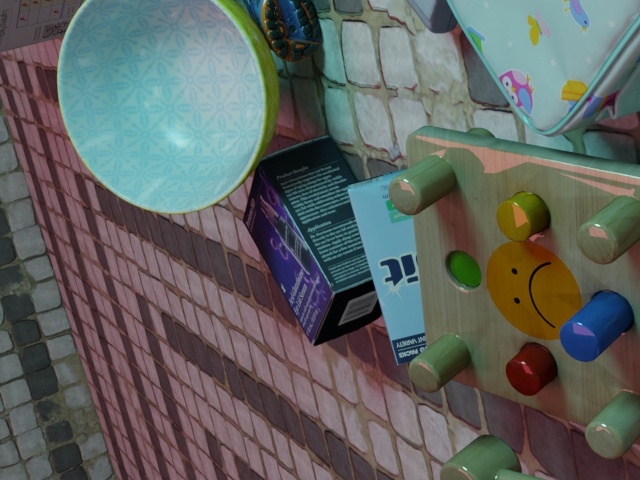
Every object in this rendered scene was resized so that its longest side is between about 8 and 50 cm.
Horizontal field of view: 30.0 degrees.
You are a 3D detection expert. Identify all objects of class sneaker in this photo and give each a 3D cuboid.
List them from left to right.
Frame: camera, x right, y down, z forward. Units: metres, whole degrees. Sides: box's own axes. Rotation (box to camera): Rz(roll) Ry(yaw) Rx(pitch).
[{"bbox_3d":[-0.071,-0.320,1.431,0.087,0.083,0.221,16,122,66],"label":"sneaker"}]

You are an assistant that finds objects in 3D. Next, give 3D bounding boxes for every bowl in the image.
[{"bbox_3d":[-0.162,-0.191,1.472,0.289,0.156,0.289,8,110,22],"label":"bowl"}]

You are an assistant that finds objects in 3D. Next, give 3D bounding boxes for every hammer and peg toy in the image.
[{"bbox_3d":[0.201,0.086,1.036,0.266,0.127,0.361,15,125,39],"label":"hammer and peg toy"}]

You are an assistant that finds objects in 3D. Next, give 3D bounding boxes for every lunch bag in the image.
[{"bbox_3d":[0.199,-0.216,0.876,0.224,0.108,0.279,58,156,18],"label":"lunch bag"}]

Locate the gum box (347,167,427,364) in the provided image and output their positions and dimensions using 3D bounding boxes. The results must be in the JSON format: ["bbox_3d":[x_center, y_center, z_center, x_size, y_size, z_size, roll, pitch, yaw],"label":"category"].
[{"bbox_3d":[0.126,0.014,1.173,0.041,0.157,0.184,-79,-26,-77],"label":"gum box"}]

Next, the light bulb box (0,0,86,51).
[{"bbox_3d":[-0.553,-0.486,2.009,0.225,0.361,0.358,67,157,10],"label":"light bulb box"}]

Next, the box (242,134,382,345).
[{"bbox_3d":[0.000,0.000,1.505,0.207,0.108,0.153,59,156,23],"label":"box"}]

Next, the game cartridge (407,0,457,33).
[{"bbox_3d":[0.095,-0.353,1.069,0.196,0.060,0.294,61,156,28],"label":"game cartridge"}]
